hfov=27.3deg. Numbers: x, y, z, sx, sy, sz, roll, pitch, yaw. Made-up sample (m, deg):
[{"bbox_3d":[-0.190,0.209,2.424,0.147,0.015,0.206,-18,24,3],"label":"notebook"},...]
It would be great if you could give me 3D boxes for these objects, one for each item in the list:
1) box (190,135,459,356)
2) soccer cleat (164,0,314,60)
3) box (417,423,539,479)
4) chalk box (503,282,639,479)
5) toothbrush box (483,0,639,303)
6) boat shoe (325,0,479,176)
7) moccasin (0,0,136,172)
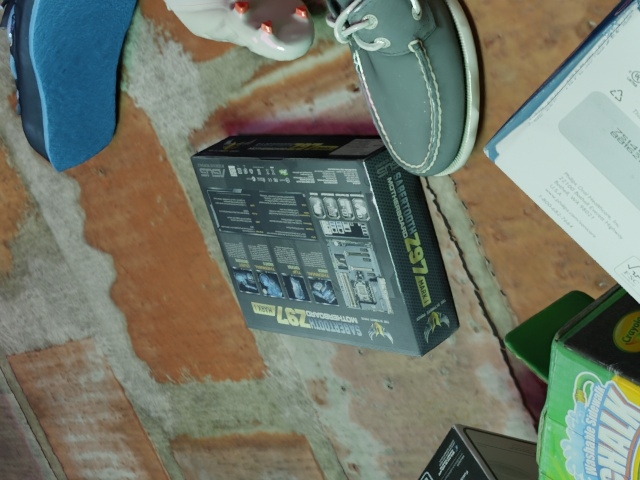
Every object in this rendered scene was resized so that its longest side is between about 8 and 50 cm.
[{"bbox_3d":[0.000,0.000,1.167,0.233,0.059,0.183,5,118,48],"label":"box"},{"bbox_3d":[-0.071,-0.193,1.113,0.196,0.068,0.076,39,145,36],"label":"soccer cleat"},{"bbox_3d":[0.195,0.265,0.932,0.087,0.169,0.290,-60,32,20],"label":"box"},{"bbox_3d":[0.256,0.124,0.853,0.289,0.180,0.179,29,134,37],"label":"chalk box"},{"bbox_3d":[0.249,-0.073,0.588,0.216,0.295,0.126,45,145,1],"label":"toothbrush box"},{"bbox_3d":[0.029,-0.185,0.964,0.116,0.099,0.319,9,121,48],"label":"boat shoe"},{"bbox_3d":[-0.265,-0.205,1.272,0.117,0.138,0.342,48,142,22],"label":"moccasin"}]
